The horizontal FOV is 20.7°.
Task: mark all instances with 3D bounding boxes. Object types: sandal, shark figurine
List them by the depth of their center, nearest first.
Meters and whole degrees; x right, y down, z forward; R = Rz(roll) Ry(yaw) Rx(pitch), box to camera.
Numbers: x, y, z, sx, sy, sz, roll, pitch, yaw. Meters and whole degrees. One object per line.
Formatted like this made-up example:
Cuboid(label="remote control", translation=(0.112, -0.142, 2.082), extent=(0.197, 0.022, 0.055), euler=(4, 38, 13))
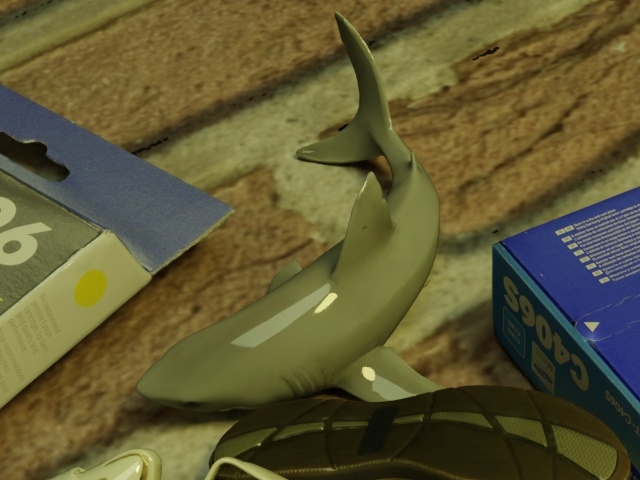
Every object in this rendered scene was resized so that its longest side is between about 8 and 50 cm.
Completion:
Cuboid(label="sandal", translation=(0.049, 0.120, 0.873), extent=(0.219, 0.060, 0.090), euler=(-6, 26, 21))
Cuboid(label="shark figurine", translation=(0.024, -0.012, 0.982), extent=(0.166, 0.116, 0.278), euler=(13, 47, 17))

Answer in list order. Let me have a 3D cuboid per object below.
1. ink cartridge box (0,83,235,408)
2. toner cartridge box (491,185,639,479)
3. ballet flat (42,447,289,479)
Cuboid(label="ink cartridge box", translation=(-0.263, -0.005, 1.015), extent=(0.303, 0.072, 0.307), euler=(27, 58, 35))
Cuboid(label="toner cartridge box", translation=(0.283, 0.015, 0.951), extent=(0.347, 0.075, 0.165), euler=(-20, 43, -17))
Cuboid(label="ballet flat", translation=(-0.070, 0.134, 0.851), extent=(0.213, 0.068, 0.072), euler=(10, 2, 11))
